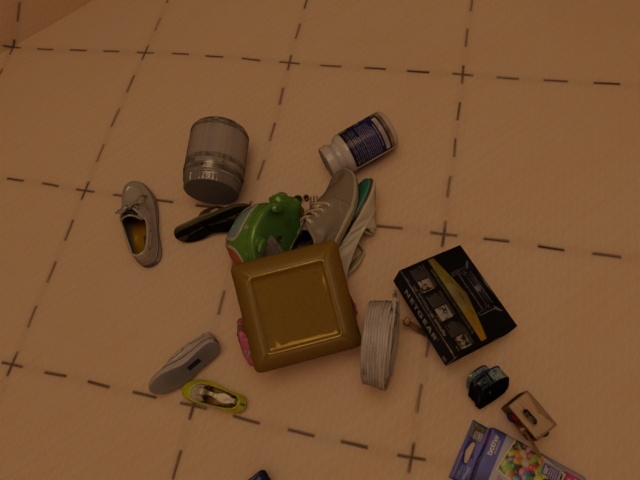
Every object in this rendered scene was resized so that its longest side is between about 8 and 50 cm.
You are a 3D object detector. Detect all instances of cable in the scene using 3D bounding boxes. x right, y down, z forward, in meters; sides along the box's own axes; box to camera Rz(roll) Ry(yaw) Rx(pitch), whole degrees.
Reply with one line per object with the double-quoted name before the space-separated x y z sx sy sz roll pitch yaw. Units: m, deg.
"cable" 0.175 0.303 1.435 0.089 0.257 0.257 6 45 16

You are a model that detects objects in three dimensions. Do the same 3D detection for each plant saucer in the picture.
"plant saucer" -0.072 0.193 1.425 0.332 0.081 0.333 -14 86 -3

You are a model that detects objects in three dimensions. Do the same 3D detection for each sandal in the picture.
"sandal" -0.391 -0.081 1.771 0.302 0.120 0.086 -16 52 3

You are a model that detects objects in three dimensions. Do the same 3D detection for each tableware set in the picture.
"tableware set" -0.056 -0.099 1.769 0.103 0.024 0.154 -5 67 8

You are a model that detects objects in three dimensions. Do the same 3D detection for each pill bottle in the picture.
"pill bottle" 0.135 -0.340 1.768 0.264 0.153 0.153 -30 66 -4

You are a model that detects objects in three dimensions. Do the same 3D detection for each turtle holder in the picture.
"turtle holder" -0.191 -0.035 1.648 0.227 0.243 0.321 1 78 38

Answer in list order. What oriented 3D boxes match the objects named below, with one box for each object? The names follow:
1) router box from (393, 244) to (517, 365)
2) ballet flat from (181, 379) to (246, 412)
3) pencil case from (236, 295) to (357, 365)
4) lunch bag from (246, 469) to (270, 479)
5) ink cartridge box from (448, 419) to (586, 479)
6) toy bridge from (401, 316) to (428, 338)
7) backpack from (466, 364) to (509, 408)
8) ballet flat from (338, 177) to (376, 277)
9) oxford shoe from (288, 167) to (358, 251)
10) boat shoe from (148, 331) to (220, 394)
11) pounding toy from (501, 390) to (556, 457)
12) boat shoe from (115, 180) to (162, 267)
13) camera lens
"router box" 0.409 0.192 1.502 0.242 0.081 0.309 -19 64 -20
"ballet flat" -0.344 0.488 1.541 0.230 0.077 0.077 11 70 14
"pencil case" -0.071 0.258 1.544 0.385 0.167 0.160 -22 87 -1
"lunch bag" -0.176 0.711 1.409 0.067 0.098 0.065 -33 69 -11
"ink cartridge box" 0.535 0.653 1.340 0.311 0.065 0.186 25 73 20
"toy bridge" 0.339 0.290 1.517 0.188 0.063 0.026 26 75 8
"backpack" 0.486 0.416 1.422 0.114 0.105 0.084 -24 45 -11
"ballet flat" 0.111 -0.018 1.663 0.139 0.139 0.401 24 77 18
"oxford shoe" 0.005 -0.066 1.597 0.169 0.130 0.450 -10 51 52
"boat shoe" -0.448 0.401 1.598 0.258 0.095 0.084 -33 35 -12
"pounding toy" 0.577 0.509 1.352 0.100 0.130 0.141 -35 67 -6
"boat shoe" -0.687 -0.086 1.794 0.135 0.156 0.367 -17 66 2
"camera lens" -0.384 -0.299 1.799 0.219 0.219 0.275 0 68 9
